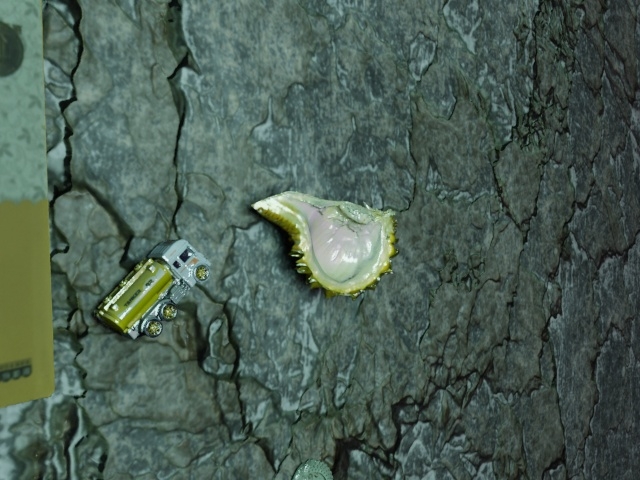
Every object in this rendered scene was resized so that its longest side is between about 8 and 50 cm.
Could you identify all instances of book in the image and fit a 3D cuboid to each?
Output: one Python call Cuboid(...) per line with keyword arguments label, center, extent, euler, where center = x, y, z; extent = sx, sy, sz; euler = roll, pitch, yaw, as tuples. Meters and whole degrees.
Cuboid(label="book", center=(-0.348, -0.035, 0.558), extent=(0.269, 0.032, 0.389), euler=(-7, 98, -49))

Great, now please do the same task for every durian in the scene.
Cuboid(label="durian", center=(-0.003, -0.008, 0.880), extent=(0.224, 0.078, 0.140), euler=(26, 86, -31))

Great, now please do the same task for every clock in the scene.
Cuboid(label="clock", center=(-0.011, 0.333, 0.928), extent=(0.083, 0.010, 0.074), euler=(36, 67, -40))

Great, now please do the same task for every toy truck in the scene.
Cuboid(label="toy truck", center=(-0.176, 0.051, 0.727), extent=(0.063, 0.052, 0.123), euler=(52, 60, -25))
